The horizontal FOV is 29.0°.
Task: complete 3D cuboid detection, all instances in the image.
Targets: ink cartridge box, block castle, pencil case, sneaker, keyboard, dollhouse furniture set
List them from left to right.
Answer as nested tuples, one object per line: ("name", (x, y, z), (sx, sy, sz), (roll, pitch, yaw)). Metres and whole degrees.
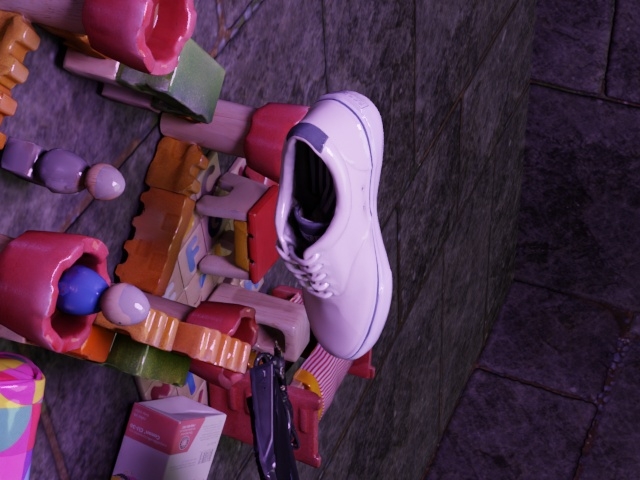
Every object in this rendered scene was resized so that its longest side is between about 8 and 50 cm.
("pencil case", (-0.292, 0.201, 1.021), (0.104, 0.105, 0.236), (-19, 120, -67))
("ink cartridge box", (-0.186, 0.282, 1.403), (0.115, 0.067, 0.198), (8, 100, -67))
("block castle", (-0.137, -0.034, 1.065), (0.453, 0.213, 0.302), (37, 70, -72))
("keyboard", (-0.040, 0.233, 1.236), (0.317, 0.033, 0.201), (82, 4, -45))
("dollhouse furniture set", (-0.031, 0.070, 1.521), (0.201, 0.152, 0.374), (-54, 152, -47))
("sneaker", (0.000, 0.000, 1.063), (0.091, 0.094, 0.258), (-33, 130, -41))

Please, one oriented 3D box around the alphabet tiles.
("alphabet tiles", (-0.141, 0.073, 1.466), (0.342, 0.011, 0.285), (84, 29, -47))
